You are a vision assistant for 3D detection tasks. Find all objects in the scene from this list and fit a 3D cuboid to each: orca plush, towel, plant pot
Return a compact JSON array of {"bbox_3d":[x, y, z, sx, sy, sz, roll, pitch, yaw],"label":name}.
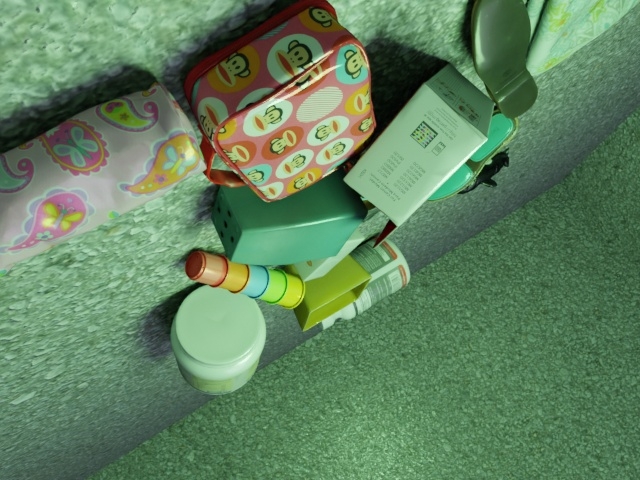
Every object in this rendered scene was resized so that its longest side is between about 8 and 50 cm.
[{"bbox_3d":[0.605,-0.228,1.712,0.287,0.102,0.151,-24,160,-30],"label":"orca plush"},{"bbox_3d":[0.543,-0.506,0.882,0.321,0.090,0.374,-36,162,3],"label":"towel"},{"bbox_3d":[-0.003,0.119,1.406,0.212,0.187,0.212,-28,161,-19],"label":"plant pot"},{"bbox_3d":[-0.072,-0.053,0.884,0.235,0.165,0.165,-13,154,-31],"label":"plant pot"}]

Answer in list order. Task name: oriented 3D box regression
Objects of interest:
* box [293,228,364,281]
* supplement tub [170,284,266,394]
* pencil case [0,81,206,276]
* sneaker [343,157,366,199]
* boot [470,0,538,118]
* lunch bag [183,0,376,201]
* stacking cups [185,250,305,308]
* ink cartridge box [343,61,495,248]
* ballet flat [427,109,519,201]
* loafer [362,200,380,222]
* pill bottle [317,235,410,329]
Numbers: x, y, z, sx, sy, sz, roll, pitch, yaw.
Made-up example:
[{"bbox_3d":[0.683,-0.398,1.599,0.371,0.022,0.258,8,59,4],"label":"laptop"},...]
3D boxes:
[{"bbox_3d":[0.000,0.000,1.187,0.170,0.130,0.091,-44,161,30],"label":"box"},{"bbox_3d":[-0.267,0.262,1.233,0.236,0.235,0.324,-26,161,-23],"label":"supplement tub"},{"bbox_3d":[-0.277,-0.071,0.534,0.284,0.124,0.124,-30,162,-8],"label":"pencil case"},{"bbox_3d":[0.109,-0.128,1.089,0.262,0.104,0.125,-22,161,-32],"label":"sneaker"},{"bbox_3d":[0.327,-0.360,0.889,0.112,0.115,0.305,-33,145,12],"label":"boot"},{"bbox_3d":[-0.055,-0.164,0.667,0.258,0.120,0.293,-33,163,-1],"label":"lunch bag"},{"bbox_3d":[-0.172,0.096,1.087,0.096,0.096,0.316,-42,145,23],"label":"stacking cups"},{"bbox_3d":[0.171,-0.164,0.864,0.272,0.130,0.309,-48,-179,32],"label":"ink cartridge box"},{"bbox_3d":[0.429,-0.242,1.362,0.123,0.123,0.348,-12,152,-51],"label":"ballet flat"},{"bbox_3d":[0.156,-0.111,1.293,0.170,0.062,0.061,-40,157,16],"label":"loafer"},{"bbox_3d":[0.119,0.152,1.677,0.363,0.210,0.210,-29,162,-14],"label":"pill bottle"}]
